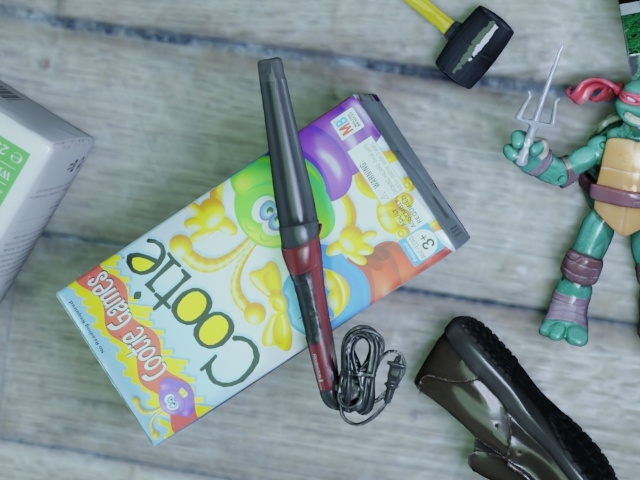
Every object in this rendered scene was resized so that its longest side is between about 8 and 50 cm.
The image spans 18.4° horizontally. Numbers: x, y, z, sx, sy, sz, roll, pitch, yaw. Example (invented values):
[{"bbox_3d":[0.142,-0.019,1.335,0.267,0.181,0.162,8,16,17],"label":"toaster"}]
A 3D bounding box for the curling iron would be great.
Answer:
[{"bbox_3d":[0.000,0.000,1.438,0.068,0.035,0.274,-17,92,5],"label":"curling iron"}]

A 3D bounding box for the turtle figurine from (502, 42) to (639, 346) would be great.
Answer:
[{"bbox_3d":[0.234,-0.035,1.506,0.175,0.118,0.234,11,111,22],"label":"turtle figurine"}]

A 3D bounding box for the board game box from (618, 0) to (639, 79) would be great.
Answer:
[{"bbox_3d":[0.351,-0.193,1.475,0.259,0.136,0.030,-10,136,9],"label":"board game box"}]

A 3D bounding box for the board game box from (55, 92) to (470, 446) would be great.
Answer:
[{"bbox_3d":[-0.041,0.019,1.537,0.275,0.144,0.142,-34,88,9],"label":"board game box"}]

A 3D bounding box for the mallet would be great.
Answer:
[{"bbox_3d":[0.071,-0.205,1.561,0.062,0.039,0.190,-44,83,10],"label":"mallet"}]

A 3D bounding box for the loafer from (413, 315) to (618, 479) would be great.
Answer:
[{"bbox_3d":[0.157,0.162,1.557,0.078,0.080,0.220,-41,82,19],"label":"loafer"}]

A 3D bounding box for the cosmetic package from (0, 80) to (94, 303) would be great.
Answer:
[{"bbox_3d":[-0.361,0.027,1.583,0.197,0.155,0.366,30,97,3],"label":"cosmetic package"}]
